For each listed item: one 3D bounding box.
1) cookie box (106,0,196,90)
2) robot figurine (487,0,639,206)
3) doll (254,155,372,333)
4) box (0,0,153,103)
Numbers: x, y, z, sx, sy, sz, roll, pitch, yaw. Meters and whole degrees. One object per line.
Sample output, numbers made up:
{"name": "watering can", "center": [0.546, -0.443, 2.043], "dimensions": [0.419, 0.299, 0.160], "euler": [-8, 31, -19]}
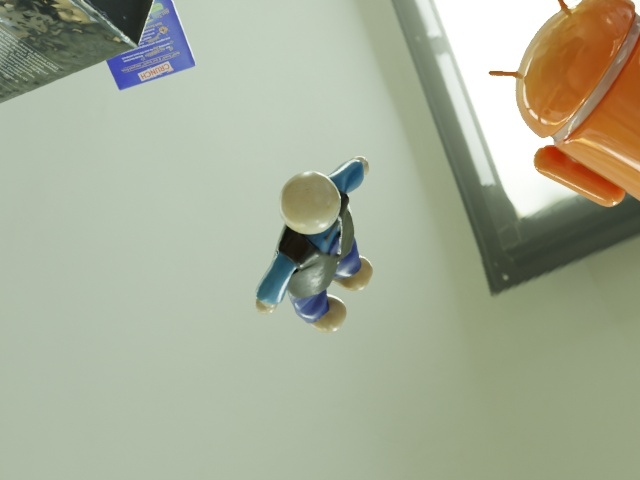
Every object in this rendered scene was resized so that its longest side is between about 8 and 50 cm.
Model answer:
{"name": "cookie box", "center": [-0.194, -0.225, 1.110], "dimensions": [0.092, 0.107, 0.040], "euler": [-18, -140, -1]}
{"name": "robot figurine", "center": [0.246, -0.108, 0.800], "dimensions": [0.219, 0.158, 0.128], "euler": [31, -107, -3]}
{"name": "doll", "center": [0.000, 0.000, 0.690], "dimensions": [0.046, 0.189, 0.129], "euler": [29, -103, 16]}
{"name": "box", "center": [-0.211, -0.199, 0.739], "dimensions": [0.207, 0.108, 0.153], "euler": [-9, -123, 40]}
